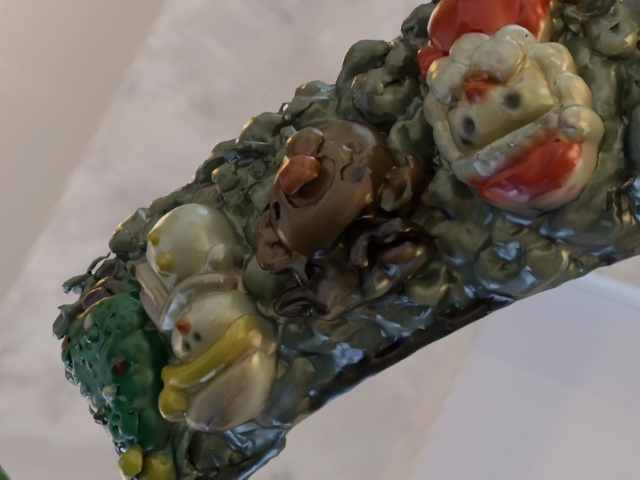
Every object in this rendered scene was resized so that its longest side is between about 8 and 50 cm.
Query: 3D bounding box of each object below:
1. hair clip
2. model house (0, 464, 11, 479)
[{"bbox_3d":[-0.002,0.000,0.732,0.321,0.091,0.138,-36,-111,29],"label":"hair clip"},{"bbox_3d":[-0.269,0.211,0.679,0.325,0.194,0.267,-34,-131,10],"label":"model house"}]
